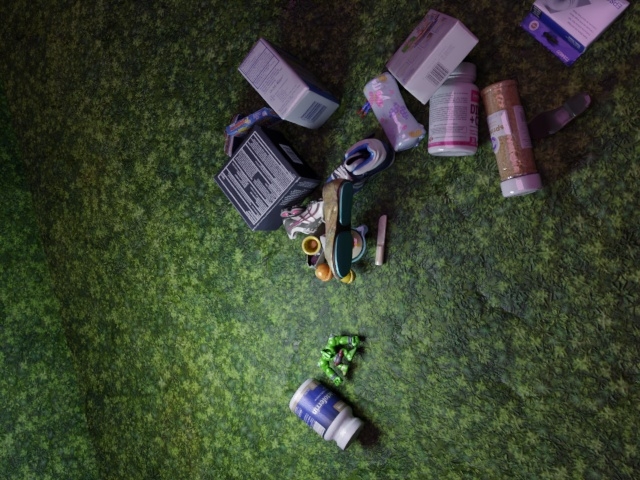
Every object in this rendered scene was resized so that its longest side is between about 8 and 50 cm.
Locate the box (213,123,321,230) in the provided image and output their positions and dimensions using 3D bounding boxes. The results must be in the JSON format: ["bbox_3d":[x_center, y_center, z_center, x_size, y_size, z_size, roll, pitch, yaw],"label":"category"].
[{"bbox_3d":[-0.211,-0.240,2.052,0.294,0.182,0.296,-45,71,21],"label":"box"}]

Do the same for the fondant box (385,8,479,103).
[{"bbox_3d":[0.345,-0.599,1.678,0.096,0.330,0.238,33,112,-21],"label":"fondant box"}]

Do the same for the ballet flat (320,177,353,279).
[{"bbox_3d":[0.051,-0.042,1.821,0.123,0.123,0.349,5,97,27],"label":"ballet flat"}]

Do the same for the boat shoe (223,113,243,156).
[{"bbox_3d":[-0.373,-0.444,2.194,0.066,0.066,0.183,19,101,27],"label":"boat shoe"}]

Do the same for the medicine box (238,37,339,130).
[{"bbox_3d":[-0.112,-0.574,1.941,0.149,0.263,0.289,-46,73,21],"label":"medicine box"}]

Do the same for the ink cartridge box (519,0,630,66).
[{"bbox_3d":[0.769,-0.693,1.598,0.223,0.045,0.224,49,112,17],"label":"ink cartridge box"}]

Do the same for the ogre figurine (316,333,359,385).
[{"bbox_3d":[0.064,0.438,1.986,0.118,0.097,0.197,25,115,13],"label":"ogre figurine"}]

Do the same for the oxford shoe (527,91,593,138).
[{"bbox_3d":[0.742,-0.379,1.617,0.212,0.076,0.076,-30,80,42],"label":"oxford shoe"}]

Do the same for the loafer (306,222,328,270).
[{"bbox_3d":[0.000,0.000,2.004,0.094,0.087,0.251,9,96,27],"label":"loafer"}]

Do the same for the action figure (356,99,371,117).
[{"bbox_3d":[0.183,-0.504,1.924,0.115,0.030,0.038,-43,69,20],"label":"action figure"}]

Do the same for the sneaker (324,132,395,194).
[{"bbox_3d":[0.100,-0.253,1.858,0.322,0.236,0.130,-32,78,25],"label":"sneaker"}]

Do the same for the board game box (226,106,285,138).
[{"bbox_3d":[-0.259,-0.468,2.095,0.201,0.136,0.035,-19,84,26],"label":"board game box"}]

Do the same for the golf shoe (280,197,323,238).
[{"bbox_3d":[-0.018,-0.089,1.949,0.272,0.105,0.120,-15,84,31],"label":"golf shoe"}]

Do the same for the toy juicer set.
[{"bbox_3d":[0.111,0.049,1.909,0.328,0.089,0.209,-16,92,8],"label":"toy juicer set"}]

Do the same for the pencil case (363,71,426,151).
[{"bbox_3d":[0.257,-0.447,1.826,0.124,0.113,0.273,-35,80,41],"label":"pencil case"}]

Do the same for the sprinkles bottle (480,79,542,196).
[{"bbox_3d":[0.604,-0.320,1.658,0.121,0.121,0.356,-13,85,27],"label":"sprinkles bottle"}]

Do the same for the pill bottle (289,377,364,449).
[{"bbox_3d":[0.025,0.658,1.981,0.264,0.153,0.153,34,107,21],"label":"pill bottle"}]

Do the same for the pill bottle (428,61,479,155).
[{"bbox_3d":[0.439,-0.427,1.717,0.160,0.160,0.283,2,93,27],"label":"pill bottle"}]
